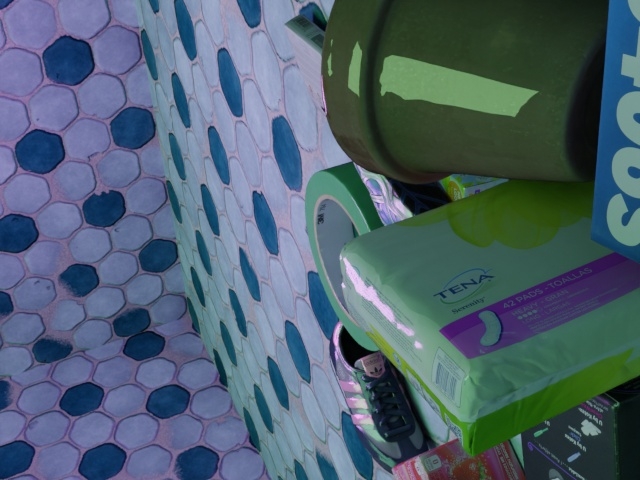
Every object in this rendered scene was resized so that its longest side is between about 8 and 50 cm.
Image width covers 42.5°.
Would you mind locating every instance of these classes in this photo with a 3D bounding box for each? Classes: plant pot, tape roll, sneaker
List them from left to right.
[{"bbox_3d":[0.072,0.026,1.405,0.321,0.077,0.321,53,153,43],"label":"tape roll"},{"bbox_3d":[0.100,0.277,1.501,0.319,0.112,0.131,58,160,33],"label":"sneaker"},{"bbox_3d":[0.087,-0.067,1.047,0.081,0.080,0.211,102,150,-44],"label":"sneaker"},{"bbox_3d":[0.167,-0.155,0.756,0.229,0.263,0.263,28,136,41],"label":"plant pot"}]

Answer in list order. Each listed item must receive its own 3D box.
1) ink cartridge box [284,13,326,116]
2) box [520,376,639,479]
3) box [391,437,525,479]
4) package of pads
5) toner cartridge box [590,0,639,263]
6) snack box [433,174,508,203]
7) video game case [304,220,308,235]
[{"bbox_3d":[0.010,-0.275,1.389,0.145,0.045,0.179,51,170,46],"label":"ink cartridge box"},{"bbox_3d":[0.300,0.209,0.790,0.143,0.165,0.270,34,138,61],"label":"box"},{"bbox_3d":[0.241,0.441,1.204,0.154,0.142,0.300,117,132,-65],"label":"box"},{"bbox_3d":[0.190,0.036,0.734,0.229,0.296,0.101,45,150,54],"label":"package of pads"},{"bbox_3d":[0.260,-0.122,0.491,0.165,0.075,0.348,32,141,43],"label":"toner cartridge box"},{"bbox_3d":[0.160,-0.048,1.090,0.207,0.070,0.174,-131,30,-51],"label":"snack box"},{"bbox_3d":[0.000,0.000,1.684,0.087,0.011,0.122,102,145,-57],"label":"video game case"}]
